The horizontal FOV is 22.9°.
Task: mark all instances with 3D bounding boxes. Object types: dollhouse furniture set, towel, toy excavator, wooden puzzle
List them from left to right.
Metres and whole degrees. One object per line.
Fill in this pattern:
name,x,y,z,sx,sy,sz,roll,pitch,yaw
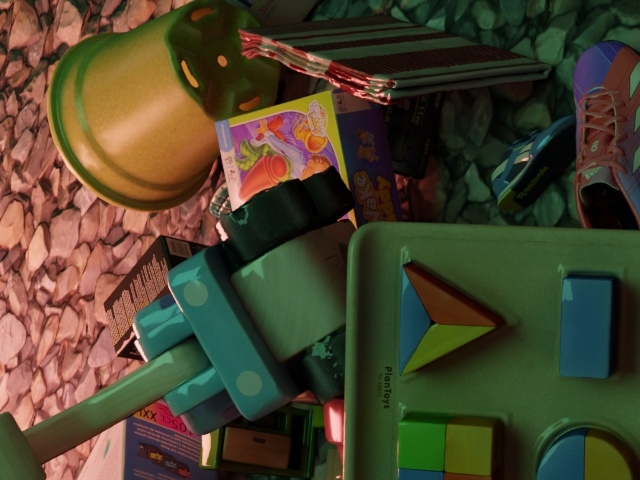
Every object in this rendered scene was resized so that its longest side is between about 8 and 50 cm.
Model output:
toy excavator,-0.150,0.138,1.683,0.445,0.433,0.222,-33,87,17
dollhouse furniture set,-0.038,0.337,1.909,0.197,0.151,0.301,-11,69,50
towel,0.082,-0.219,1.891,0.329,0.237,0.037,27,122,52
wooden puzzle,0.193,0.148,1.519,0.348,0.080,0.322,2,94,10

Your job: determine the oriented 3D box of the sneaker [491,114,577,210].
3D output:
sneaker,0.241,-0.098,1.784,0.144,0.053,0.059,-46,43,31

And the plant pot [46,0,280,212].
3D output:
plant pot,-0.196,-0.205,2.185,0.254,0.276,0.276,-25,59,49

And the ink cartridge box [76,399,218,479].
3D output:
ink cartridge box,-0.246,0.420,2.038,0.270,0.151,0.395,-61,16,22

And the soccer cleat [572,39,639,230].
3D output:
soccer cleat,0.308,-0.083,1.639,0.109,0.116,0.318,-35,53,41

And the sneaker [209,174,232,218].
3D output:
sneaker,-0.101,-0.101,2.232,0.166,0.065,0.076,-50,27,25

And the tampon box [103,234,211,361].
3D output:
tampon box,-0.210,0.089,2.242,0.161,0.120,0.101,-47,46,32

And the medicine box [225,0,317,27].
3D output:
medicine box,-0.065,-0.489,2.232,0.263,0.149,0.289,-49,44,30

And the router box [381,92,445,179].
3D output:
router box,0.098,-0.144,1.951,0.038,0.092,0.122,14,90,51

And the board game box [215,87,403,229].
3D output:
board game box,0.000,0.000,1.940,0.233,0.078,0.347,-10,91,50

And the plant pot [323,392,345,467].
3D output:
plant pot,0.108,0.249,1.737,0.201,0.201,0.180,-4,91,52
